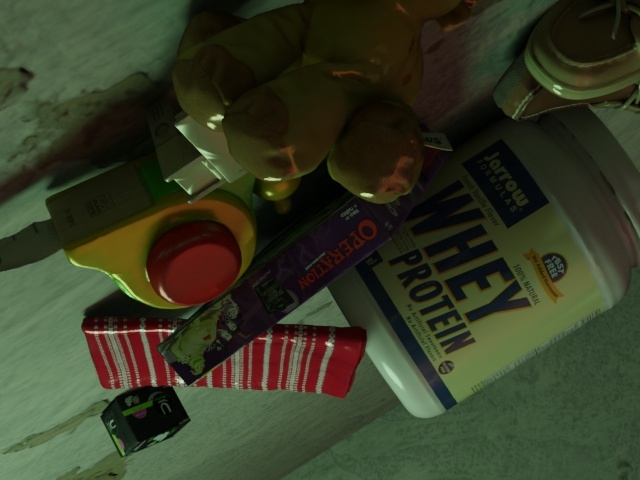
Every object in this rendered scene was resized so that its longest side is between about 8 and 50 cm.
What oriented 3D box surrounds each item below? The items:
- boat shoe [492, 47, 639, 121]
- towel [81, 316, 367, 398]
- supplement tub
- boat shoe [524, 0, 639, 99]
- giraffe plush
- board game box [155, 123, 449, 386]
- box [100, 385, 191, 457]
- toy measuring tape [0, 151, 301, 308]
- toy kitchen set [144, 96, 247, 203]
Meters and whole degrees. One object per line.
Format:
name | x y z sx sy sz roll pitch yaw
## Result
boat shoe | 0.314 -0.181 1.198 0.324 0.116 0.123 -25 163 -22
towel | -0.096 0.120 1.253 0.275 0.031 0.199 3 159 -5
supplement tub | 0.180 0.015 1.325 0.325 0.235 0.235 -33 165 2
boat shoe | 0.293 -0.225 1.080 0.285 0.104 0.089 -37 163 -21
giraffe plush | 0.030 -0.139 0.748 0.210 0.181 0.170 -3 128 -40
board game box | 0.000 0.000 1.084 0.208 0.056 0.347 -41 -178 20
box | -0.215 0.218 1.519 0.083 0.062 0.052 -18 161 -44
toy measuring tape | -0.162 0.019 0.908 0.330 0.121 0.121 -24 164 -7
toy kitchen set | -0.078 -0.086 0.825 0.083 0.075 0.068 -31 138 11
